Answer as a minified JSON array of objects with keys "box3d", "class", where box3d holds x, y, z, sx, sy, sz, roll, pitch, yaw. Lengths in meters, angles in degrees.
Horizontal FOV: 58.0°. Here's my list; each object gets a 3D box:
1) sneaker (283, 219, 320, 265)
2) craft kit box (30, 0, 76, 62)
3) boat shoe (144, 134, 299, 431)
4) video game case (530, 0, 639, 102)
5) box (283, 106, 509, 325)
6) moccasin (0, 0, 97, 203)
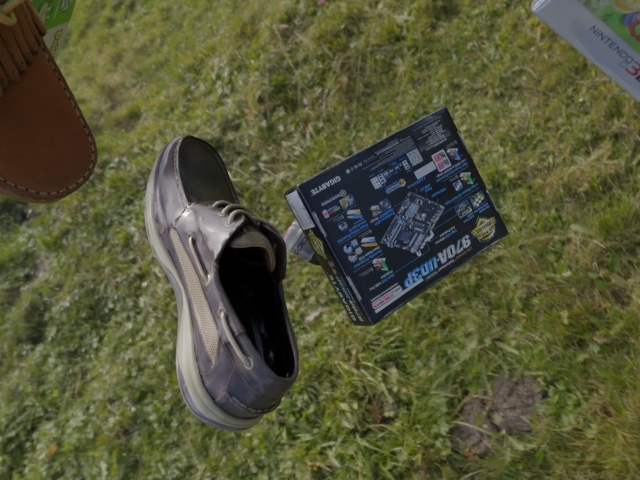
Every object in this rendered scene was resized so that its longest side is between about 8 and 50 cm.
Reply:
[{"box3d":[0.000,0.000,0.873,0.075,0.170,0.063,39,108,8],"class":"sneaker"},{"box3d":[-0.438,-0.256,0.794,0.249,0.061,0.246,-54,14,30],"class":"craft kit box"},{"box3d":[-0.096,0.023,0.649,0.130,0.132,0.355,-33,64,31],"class":"boat shoe"},{"box3d":[0.316,-0.205,0.452,0.212,0.193,0.023,-43,23,43],"class":"video game case"},{"box3d":[0.094,-0.031,0.671,0.220,0.175,0.051,-31,6,-21],"class":"box"},{"box3d":[-0.249,-0.178,0.351,0.147,0.379,0.139,10,43,31],"class":"moccasin"}]
